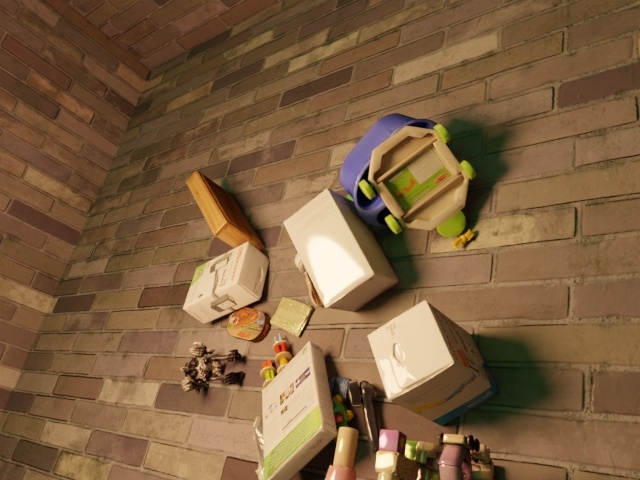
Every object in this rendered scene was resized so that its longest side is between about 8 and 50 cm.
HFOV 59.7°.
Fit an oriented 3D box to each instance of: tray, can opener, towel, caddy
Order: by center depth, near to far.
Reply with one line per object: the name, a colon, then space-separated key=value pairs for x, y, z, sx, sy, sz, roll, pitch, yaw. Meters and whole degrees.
can opener: x=0.120 y=0.442 z=1.410 sx=0.073 sy=0.059 sz=0.186 roll=-15 pitch=59 yaw=2
towel: x=0.030 y=0.408 z=1.532 sx=0.119 sy=0.029 sz=0.067 roll=-9 pitch=57 yaw=39
caddy: x=0.220 y=-0.203 z=1.612 sx=0.341 sy=0.241 sz=0.179 roll=-50 pitch=37 yaw=5
towel: x=-0.093 y=0.238 z=1.764 sx=0.148 sy=0.027 sz=0.110 roll=13 pitch=72 yaw=47
tray: x=-0.364 y=-0.105 z=2.115 sx=0.076 sy=0.203 sz=0.411 roll=-47 pitch=42 yaw=7

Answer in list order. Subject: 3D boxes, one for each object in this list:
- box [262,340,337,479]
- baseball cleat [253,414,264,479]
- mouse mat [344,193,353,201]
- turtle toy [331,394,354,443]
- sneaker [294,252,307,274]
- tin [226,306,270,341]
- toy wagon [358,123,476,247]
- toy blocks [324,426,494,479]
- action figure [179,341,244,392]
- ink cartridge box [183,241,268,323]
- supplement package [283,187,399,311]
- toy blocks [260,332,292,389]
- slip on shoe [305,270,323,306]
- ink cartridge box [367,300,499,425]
box: x=-0.066 y=0.454 z=1.486 sx=0.232 sy=0.058 sz=0.322 roll=-48 pitch=23 yaw=19
baseball cleat: x=-0.130 y=0.579 z=1.551 sx=0.109 sy=0.072 sz=0.206 roll=-20 pitch=51 yaw=12
mouse mat: x=0.156 y=-0.153 z=1.814 sx=0.189 sy=0.007 sz=0.152 roll=-47 pitch=41 yaw=6
turtle toy: x=0.035 y=0.470 z=1.448 sx=0.095 sy=0.066 sz=0.130 roll=-48 pitch=62 yaw=15
sneaker: x=0.000 y=0.000 z=1.801 sx=0.235 sy=0.090 sz=0.095 roll=-46 pitch=32 yaw=7
tin: x=-0.243 y=0.283 z=1.868 sx=0.190 sy=0.040 sz=0.106 roll=4 pitch=62 yaw=45
toy wagon: x=0.281 y=-0.131 z=1.490 sx=0.267 sy=0.344 sz=0.068 roll=-36 pitch=5 yaw=2
toy blocks: x=0.190 y=0.540 z=1.104 sx=0.309 sy=0.288 sz=0.260 roll=-10 pitch=53 yaw=35
action figure: x=-0.385 y=0.416 z=1.834 sx=0.276 sy=0.141 sz=0.164 roll=-14 pitch=66 yaw=35
ink cartridge box: x=-0.330 y=0.149 z=1.955 sx=0.273 sy=0.115 sz=0.198 roll=-26 pitch=37 yaw=29
supplement package: x=0.057 y=0.032 z=1.587 sx=0.175 sy=0.177 sz=0.293 roll=-37 pitch=63 yaw=19
toy blocks: x=-0.138 y=0.366 z=1.699 sx=0.123 sy=0.054 sz=0.148 roll=-47 pitch=32 yaw=18
slip on shoe: x=-0.019 y=0.155 z=1.745 sx=0.041 sy=0.051 sz=0.135 roll=108 pitch=148 yaw=-46
ink cartridge box: x=0.253 y=0.279 z=1.256 sx=0.168 sy=0.233 sz=0.171 roll=-37 pitch=44 yaw=19
